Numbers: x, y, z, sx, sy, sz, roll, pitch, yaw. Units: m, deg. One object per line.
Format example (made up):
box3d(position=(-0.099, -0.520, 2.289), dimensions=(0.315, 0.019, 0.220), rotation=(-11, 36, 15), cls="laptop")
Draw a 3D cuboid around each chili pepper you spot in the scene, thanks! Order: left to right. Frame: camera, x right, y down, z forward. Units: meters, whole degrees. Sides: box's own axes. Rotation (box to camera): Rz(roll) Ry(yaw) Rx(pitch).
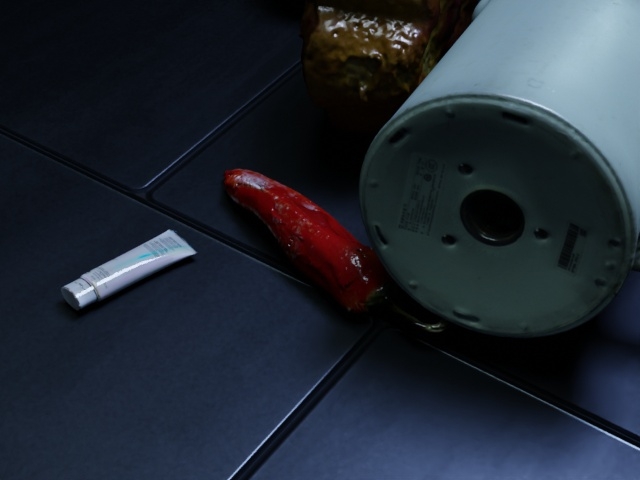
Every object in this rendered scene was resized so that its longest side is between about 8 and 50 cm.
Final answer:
box3d(position=(0.000, 0.000, 1.133), dimensions=(0.059, 0.050, 0.268), rotation=(-38, 54, -16), cls="chili pepper")

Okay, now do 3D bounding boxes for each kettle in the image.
box3d(position=(0.205, -0.094, 1.100), dimensions=(0.265, 0.205, 0.318), rotation=(-9, 26, 30), cls="kettle")

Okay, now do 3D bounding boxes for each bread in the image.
box3d(position=(0.055, -0.201, 1.226), dimensions=(0.135, 0.246, 0.232), rotation=(16, 57, 16), cls="bread")

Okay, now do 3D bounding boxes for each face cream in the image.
box3d(position=(-0.153, 0.022, 1.122), dimensions=(0.115, 0.020, 0.038), rotation=(-30, 50, -32), cls="face cream")
